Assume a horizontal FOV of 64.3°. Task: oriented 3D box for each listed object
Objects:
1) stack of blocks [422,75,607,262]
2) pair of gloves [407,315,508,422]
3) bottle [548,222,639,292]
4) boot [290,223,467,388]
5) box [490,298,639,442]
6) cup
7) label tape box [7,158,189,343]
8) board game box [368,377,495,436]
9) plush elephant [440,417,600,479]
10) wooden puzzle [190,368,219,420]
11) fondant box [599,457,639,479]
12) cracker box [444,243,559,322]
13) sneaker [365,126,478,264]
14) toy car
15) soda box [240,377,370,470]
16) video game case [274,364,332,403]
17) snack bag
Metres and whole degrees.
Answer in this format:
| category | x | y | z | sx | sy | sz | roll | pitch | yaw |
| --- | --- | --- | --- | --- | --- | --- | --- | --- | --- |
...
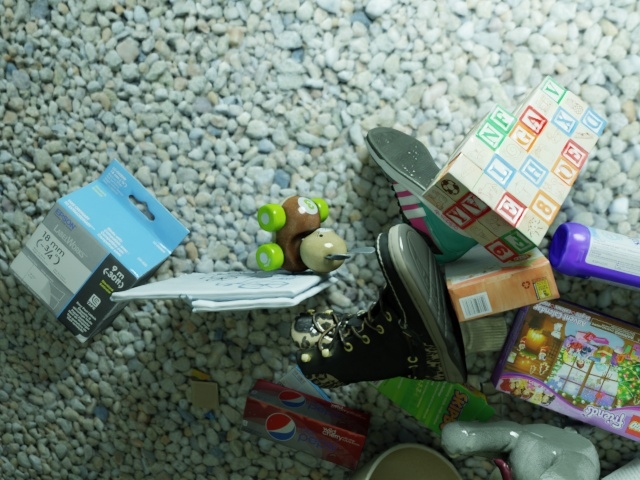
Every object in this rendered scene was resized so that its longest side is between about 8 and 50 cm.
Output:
| category | x | y | z | sx | sy | sz | roll | pitch | yaw |
| --- | --- | --- | --- | --- | --- | --- | --- | --- | --- |
| stack of blocks | 0.319 | -0.134 | 0.826 | 0.171 | 0.087 | 0.297 | 40 | 65 | 0 |
| pair of gloves | 0.273 | 0.262 | 1.037 | 0.204 | 0.042 | 0.240 | 2 | 102 | 12 |
| bottle | 0.557 | 0.043 | 0.887 | 0.282 | 0.118 | 0.092 | 14 | 104 | 10 |
| boot | 0.081 | 0.142 | 0.876 | 0.284 | 0.138 | 0.377 | -12 | 137 | 21 |
| box | 0.498 | 0.232 | 0.955 | 0.293 | 0.057 | 0.201 | 19 | 99 | 5 |
| cup | 0.135 | 0.607 | 1.027 | 0.331 | 0.331 | 0.237 | 48 | 132 | -1 |
| label tape box | -0.491 | 0.023 | 1.120 | 0.240 | 0.106 | 0.334 | 44 | 107 | 0 |
| board game box | 0.210 | 0.299 | 1.027 | 0.259 | 0.039 | 0.124 | 36 | 114 | 7 |
| plush elephant | 0.391 | 0.474 | 0.920 | 0.272 | 0.330 | 0.255 | 10 | 95 | 51 |
| wooden puzzle | -0.270 | 0.359 | 1.193 | 0.078 | 0.014 | 0.116 | 9 | 104 | 15 |
| fondant box | 0.537 | 0.603 | 0.943 | 0.096 | 0.238 | 0.330 | 39 | 109 | -18 |
| cracker box | 0.301 | 0.056 | 0.886 | 0.155 | 0.232 | 0.067 | -18 | 99 | 16 |
| sneaker | 0.172 | -0.066 | 0.952 | 0.295 | 0.123 | 0.178 | 52 | 144 | 29 |
| toy car | 0.000 | 0.000 | 0.946 | 0.188 | 0.155 | 0.149 | 14 | 107 | 38 |
| soda box | -0.032 | 0.391 | 1.094 | 0.263 | 0.083 | 0.092 | 16 | 106 | 7 |
| video game case | -0.071 | 0.373 | 1.151 | 0.166 | 0.015 | 0.119 | -42 | 91 | 17 |
| snack bag | -0.162 | 0.089 | 0.948 | 0.342 | 0.323 | 0.037 | -2 | 93 | 13 |
